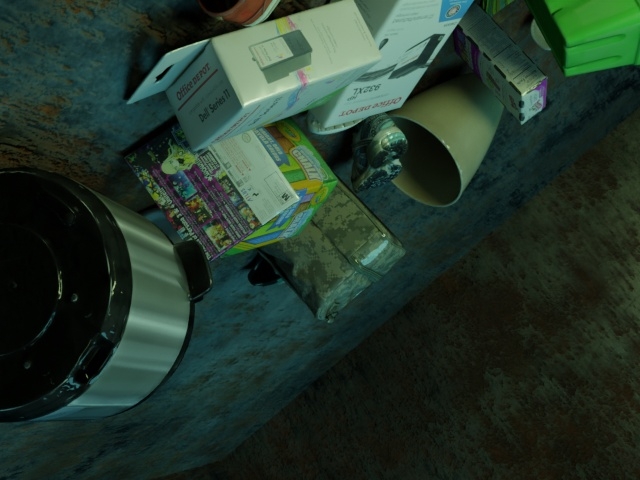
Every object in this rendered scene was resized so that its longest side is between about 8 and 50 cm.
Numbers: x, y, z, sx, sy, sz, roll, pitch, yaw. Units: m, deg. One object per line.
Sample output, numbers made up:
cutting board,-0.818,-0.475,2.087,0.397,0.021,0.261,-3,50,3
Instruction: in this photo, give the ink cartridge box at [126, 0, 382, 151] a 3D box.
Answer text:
ink cartridge box,-0.104,-0.252,1.440,0.353,0.119,0.207,-25,179,-32

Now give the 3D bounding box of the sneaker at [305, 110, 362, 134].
sneaker,0.071,-0.274,1.867,0.235,0.090,0.095,-30,170,-17

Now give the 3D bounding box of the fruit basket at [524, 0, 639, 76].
fruit basket,0.555,-0.531,1.672,0.392,0.392,0.283,-38,162,3

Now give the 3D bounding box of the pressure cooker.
pressure cooker,-0.401,0.103,1.424,0.375,0.370,0.420,-66,165,-5

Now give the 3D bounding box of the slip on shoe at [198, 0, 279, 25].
slip on shoe,-0.071,-0.414,1.217,0.101,0.123,0.331,-16,157,-40

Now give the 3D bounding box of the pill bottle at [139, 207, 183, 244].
pill bottle,-0.321,0.062,1.837,0.153,0.153,0.265,-28,159,-27

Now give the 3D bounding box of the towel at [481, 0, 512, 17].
towel,0.440,-0.559,1.943,0.237,0.021,0.102,-36,163,-4

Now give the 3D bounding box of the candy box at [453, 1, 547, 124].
candy box,0.380,-0.375,1.939,0.071,0.233,0.159,-37,162,1

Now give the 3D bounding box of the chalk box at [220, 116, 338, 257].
chalk box,-0.102,-0.113,1.780,0.289,0.180,0.179,-19,155,-46

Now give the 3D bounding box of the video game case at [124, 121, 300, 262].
video game case,-0.184,-0.105,1.571,0.210,0.232,0.042,-36,-177,-6

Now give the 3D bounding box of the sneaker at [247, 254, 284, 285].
sneaker,-0.071,0.023,2.273,0.121,0.108,0.302,-20,157,-52

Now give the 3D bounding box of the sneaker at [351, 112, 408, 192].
sneaker,0.121,-0.205,2.050,0.110,0.122,0.283,-20,164,-17

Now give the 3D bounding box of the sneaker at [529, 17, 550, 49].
sneaker,0.632,-0.586,2.092,0.350,0.131,0.148,-43,169,35

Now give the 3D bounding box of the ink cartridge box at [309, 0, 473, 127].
ink cartridge box,0.108,-0.365,1.631,0.223,0.129,0.307,-21,156,-41

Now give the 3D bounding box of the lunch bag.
lunch bag,0.000,0.000,2.054,0.256,0.305,0.212,-44,161,5

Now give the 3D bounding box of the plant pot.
plant pot,0.297,-0.260,2.110,0.274,0.256,0.256,-45,167,-27
